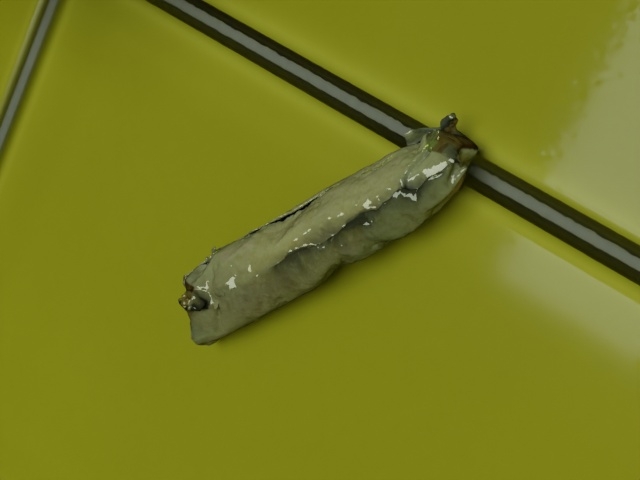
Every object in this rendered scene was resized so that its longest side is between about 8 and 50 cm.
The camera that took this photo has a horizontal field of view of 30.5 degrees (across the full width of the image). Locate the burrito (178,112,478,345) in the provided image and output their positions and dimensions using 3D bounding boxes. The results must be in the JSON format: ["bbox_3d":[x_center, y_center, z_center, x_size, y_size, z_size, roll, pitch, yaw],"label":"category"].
[{"bbox_3d":[0.000,0.000,0.581,0.185,0.041,0.045,-29,35,29],"label":"burrito"}]
